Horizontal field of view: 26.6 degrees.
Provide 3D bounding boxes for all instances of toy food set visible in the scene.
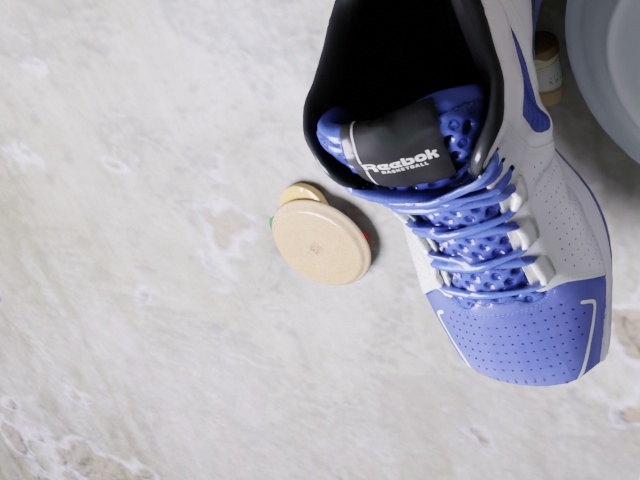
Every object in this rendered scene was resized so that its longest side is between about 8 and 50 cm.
[{"bbox_3d":[0.000,0.000,0.998,0.083,0.020,0.083,29,139,6],"label":"toy food set"}]

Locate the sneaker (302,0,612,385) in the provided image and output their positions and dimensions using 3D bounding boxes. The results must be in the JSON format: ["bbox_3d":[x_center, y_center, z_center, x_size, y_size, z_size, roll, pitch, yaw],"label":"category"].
[{"bbox_3d":[0.065,-0.043,0.726,0.127,0.182,0.316,-3,116,25],"label":"sneaker"}]

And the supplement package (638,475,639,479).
[{"bbox_3d":[0.284,0.121,0.758,0.133,0.244,0.139,-20,117,43],"label":"supplement package"}]

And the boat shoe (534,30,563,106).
[{"bbox_3d":[0.084,-0.095,0.829,0.135,0.050,0.045,-1,123,33],"label":"boat shoe"}]

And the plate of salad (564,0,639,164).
[{"bbox_3d":[0.228,-0.104,0.727,0.199,0.048,0.200,21,137,21],"label":"plate of salad"}]
